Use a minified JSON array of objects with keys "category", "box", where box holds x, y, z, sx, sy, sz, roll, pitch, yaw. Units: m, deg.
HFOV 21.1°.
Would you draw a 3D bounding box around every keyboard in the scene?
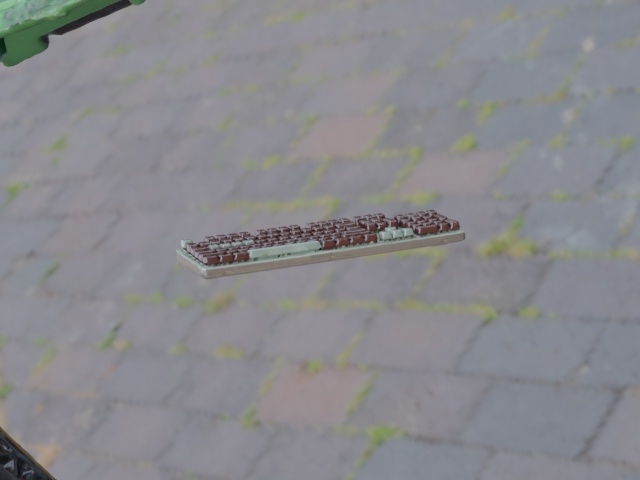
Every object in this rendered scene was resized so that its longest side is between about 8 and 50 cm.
[{"category":"keyboard","box":[0.000,0.000,1.016,0.166,0.017,0.055,-8,12,-21]}]

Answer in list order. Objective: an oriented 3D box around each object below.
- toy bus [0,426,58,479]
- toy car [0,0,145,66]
[{"category":"toy bus","box":[-0.238,0.231,1.117,0.194,0.323,0.162,-45,3,24]},{"category":"toy car","box":[-0.205,-0.290,1.334,0.213,0.176,0.359,-20,70,15]}]
